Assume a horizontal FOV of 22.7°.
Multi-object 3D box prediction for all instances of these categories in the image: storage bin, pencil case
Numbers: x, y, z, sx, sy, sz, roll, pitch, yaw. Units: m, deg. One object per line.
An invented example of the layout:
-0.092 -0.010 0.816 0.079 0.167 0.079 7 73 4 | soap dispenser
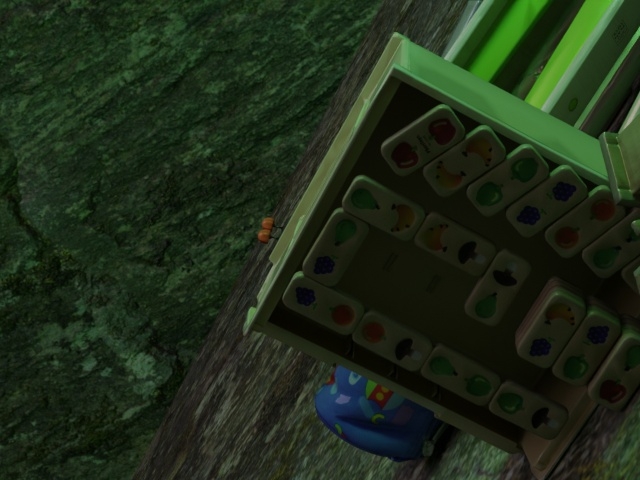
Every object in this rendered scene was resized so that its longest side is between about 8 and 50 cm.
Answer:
0.110 0.018 1.222 0.260 0.262 0.123 -60 8 22 | storage bin
0.114 0.076 1.506 0.119 0.133 0.306 -6 -49 -56 | pencil case

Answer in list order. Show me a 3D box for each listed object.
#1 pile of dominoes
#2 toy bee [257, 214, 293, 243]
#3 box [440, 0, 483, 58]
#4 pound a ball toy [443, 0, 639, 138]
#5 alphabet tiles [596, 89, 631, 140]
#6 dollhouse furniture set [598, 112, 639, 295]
0.124 0.030 1.136 0.196 0.251 0.040 -60 8 21 | pile of dominoes
0.000 0.000 2.262 0.298 0.162 0.195 -61 11 20 | toy bee
0.157 -0.162 2.115 0.324 0.063 0.067 -64 10 3 | box
0.244 -0.147 1.395 0.319 0.208 0.136 -57 -34 -5 | pound a ball toy
0.233 -0.114 1.651 0.342 0.011 0.285 -60 13 24 | alphabet tiles
0.288 -0.045 1.044 0.182 0.101 0.161 128 141 -51 | dollhouse furniture set
